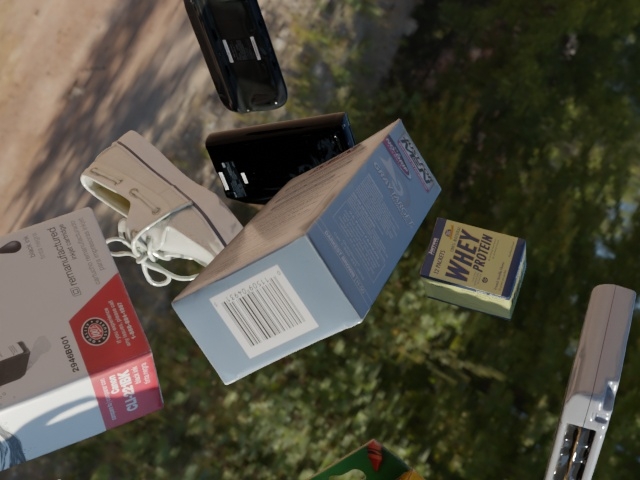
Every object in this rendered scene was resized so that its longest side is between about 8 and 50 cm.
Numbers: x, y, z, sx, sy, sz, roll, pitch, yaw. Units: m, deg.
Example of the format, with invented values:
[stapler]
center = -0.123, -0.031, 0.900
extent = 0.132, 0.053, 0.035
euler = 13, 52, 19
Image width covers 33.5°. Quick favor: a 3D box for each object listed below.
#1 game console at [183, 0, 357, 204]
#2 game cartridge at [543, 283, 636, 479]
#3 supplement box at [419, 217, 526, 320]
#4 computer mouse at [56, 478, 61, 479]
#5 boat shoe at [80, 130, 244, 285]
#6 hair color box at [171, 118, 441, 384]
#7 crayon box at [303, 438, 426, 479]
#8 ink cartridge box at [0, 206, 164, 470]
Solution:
[game console]
center = -0.077, -0.198, 1.474
extent = 0.044, 0.213, 0.361
euler = -70, 147, -50
[game cartridge]
center = 0.310, 0.202, 1.254
extent = 0.198, 0.062, 0.297
euler = -68, 164, -45
[supplement box]
center = 0.140, 0.027, 0.966
extent = 0.083, 0.083, 0.056
euler = 59, 48, -69
[computer mouse]
center = -0.339, 0.408, 1.562
extent = 0.042, 0.106, 0.193
euler = -53, 141, -17
[boat shoe]
center = -0.229, -0.017, 1.487
extent = 0.156, 0.367, 0.136
euler = -39, 144, -16
[hair color box]
center = 0.000, 0.000, 1.227
extent = 0.185, 0.114, 0.374
euler = -27, -167, 28
[crayon box]
center = 0.103, 0.372, 1.144
extent = 0.202, 0.318, 0.081
euler = -43, -174, 45
[ink cartridge box]
center = -0.317, 0.110, 1.039
extent = 0.272, 0.197, 0.114
euler = -21, 146, -15
